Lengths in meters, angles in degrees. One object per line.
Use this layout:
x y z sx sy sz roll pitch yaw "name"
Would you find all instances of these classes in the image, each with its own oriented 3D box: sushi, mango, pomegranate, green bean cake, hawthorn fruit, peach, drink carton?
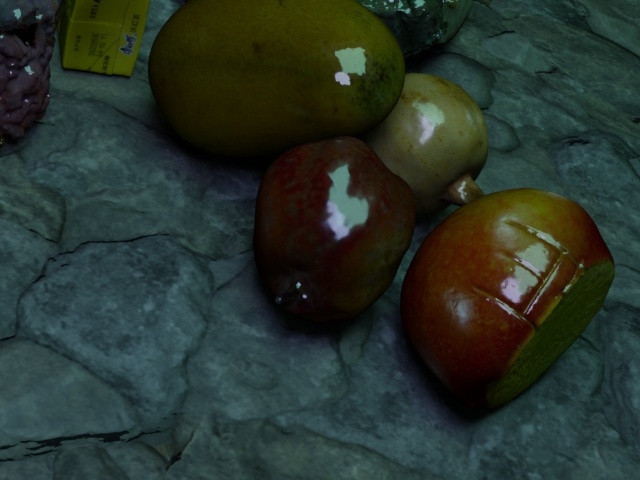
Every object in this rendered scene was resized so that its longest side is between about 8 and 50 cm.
-0.468 -0.253 1.435 0.270 0.170 0.236 2 46 -17 "sushi"
-0.054 -0.224 1.499 0.378 0.221 0.264 12 44 38 "mango"
0.129 -0.130 1.576 0.207 0.207 0.207 14 42 -13 "pomegranate"
0.063 -0.384 1.776 0.255 0.132 0.241 -10 48 11 "green bean cake"
0.000 0.000 1.381 0.208 0.208 0.248 28 52 4 "hawthorn fruit"
0.213 0.075 1.391 0.245 0.248 0.274 10 44 38 "peach"
-0.332 -0.410 1.678 0.111 0.154 0.351 2 45 -23 "drink carton"

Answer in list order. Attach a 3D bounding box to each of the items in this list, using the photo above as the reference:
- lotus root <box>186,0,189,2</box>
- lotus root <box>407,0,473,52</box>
-0.133 -0.391 1.807 0.160 0.095 0.135 8 47 -10 "lotus root"
0.154 -0.425 1.950 0.210 0.142 0.314 15 56 30 "lotus root"
